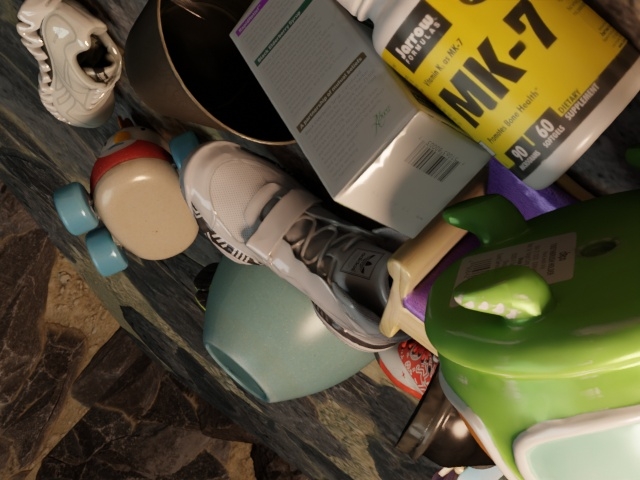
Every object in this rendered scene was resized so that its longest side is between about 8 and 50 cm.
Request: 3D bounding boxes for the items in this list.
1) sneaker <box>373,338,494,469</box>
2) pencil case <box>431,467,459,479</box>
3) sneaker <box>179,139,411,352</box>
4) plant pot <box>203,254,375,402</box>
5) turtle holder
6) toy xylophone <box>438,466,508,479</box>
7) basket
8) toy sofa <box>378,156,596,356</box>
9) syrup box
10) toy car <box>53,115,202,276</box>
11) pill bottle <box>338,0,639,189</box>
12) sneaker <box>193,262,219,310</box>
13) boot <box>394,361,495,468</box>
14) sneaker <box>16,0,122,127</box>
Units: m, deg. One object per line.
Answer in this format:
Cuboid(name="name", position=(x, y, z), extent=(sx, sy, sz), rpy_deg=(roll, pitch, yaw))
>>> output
Cuboid(name="sneaker", position=(0.163, 0.157, 1.469), extent=(0.270, 0.090, 0.145), rpy_deg=(51, 146, 43))
Cuboid(name="pencil case", position=(0.255, 0.388, 1.757), extent=(0.124, 0.124, 0.284), rpy_deg=(41, 162, 6))
Cuboid(name="sneaker", position=(0.000, 0.000, 1.357), extent=(0.366, 0.137, 0.210), rpy_deg=(41, 163, -13))
Cuboid(name="plant pot", position=(-0.061, 0.126, 1.679), extent=(0.290, 0.195, 0.290), rpy_deg=(38, 162, 15))
Cuboid(name="turtle holder", position=(0.243, 0.065, 0.790), extent=(0.243, 0.320, 0.228), rpy_deg=(-141, 30, -71))
Cuboid(name="toy xylophone", position=(0.300, 0.390, 1.543), extent=(0.322, 0.236, 0.081), rpy_deg=(35, -153, 7))
Cuboid(name="basket", position=(-0.105, -0.186, 1.118), extent=(0.204, 0.154, 0.227), rpy_deg=(50, 165, -18))
Cuboid(name="toy sofa", position=(0.236, 0.090, 0.958), extent=(0.362, 0.150, 0.177), rpy_deg=(37, 150, 17))
Cuboid(name="syrup box", position=(0.025, -0.120, 0.887), extent=(0.093, 0.096, 0.237), rpy_deg=(24, -154, -42))
Cuboid(name="toy car", position=(-0.277, -0.109, 1.678), extent=(0.210, 0.219, 0.238), rpy_deg=(66, 180, -52))
Cuboid(name="pill bottle", position=(0.112, -0.144, 0.777), extent=(0.208, 0.119, 0.119), rpy_deg=(41, 163, 3))
Cuboid(name="sneaker", position=(-0.099, 0.160, 2.035), extent=(0.300, 0.111, 0.121), rpy_deg=(44, 174, 14))
Cuboid(name="boot", position=(0.236, 0.202, 1.150), extent=(0.260, 0.131, 0.348), rpy_deg=(26, -175, 18))
Cuboid(name="sneaker", position=(-0.332, -0.236, 1.579), extent=(0.118, 0.110, 0.292), rpy_deg=(28, 160, 14))
